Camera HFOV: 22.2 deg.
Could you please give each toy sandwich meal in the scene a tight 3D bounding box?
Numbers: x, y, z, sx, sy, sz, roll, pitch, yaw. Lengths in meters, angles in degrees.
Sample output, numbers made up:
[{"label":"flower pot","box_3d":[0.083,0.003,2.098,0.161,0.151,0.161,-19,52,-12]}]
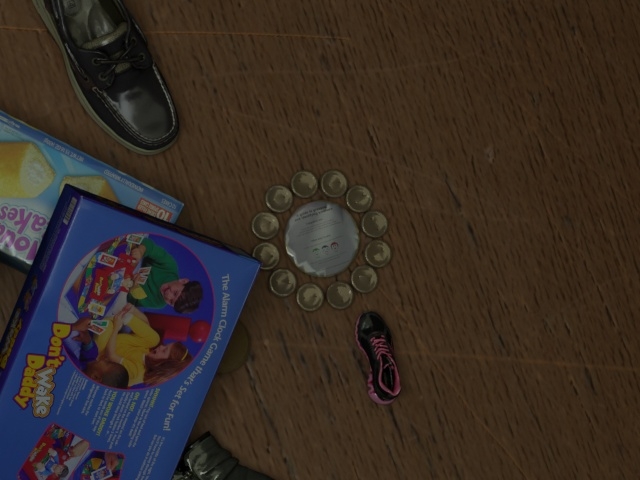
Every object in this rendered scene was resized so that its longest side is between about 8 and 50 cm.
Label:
[{"label":"toy sandwich meal","box_3d":[-0.128,0.126,1.999,0.085,0.029,0.086,7,73,-22]}]

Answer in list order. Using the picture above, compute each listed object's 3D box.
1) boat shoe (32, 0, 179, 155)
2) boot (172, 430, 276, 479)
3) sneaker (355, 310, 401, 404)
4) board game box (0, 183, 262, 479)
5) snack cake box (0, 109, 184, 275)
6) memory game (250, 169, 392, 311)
[{"label":"boat shoe","box_3d":[-0.262,-0.234,1.978,0.102,0.092,0.285,-29,91,-16]},{"label":"boot","box_3d":[-0.145,0.363,1.945,0.161,0.083,0.246,30,70,-2]},{"label":"sneaker","box_3d":[0.077,0.144,2.035,0.047,0.057,0.119,-13,85,-14]},{"label":"board game box","box_3d":[-0.243,0.139,1.865,0.233,0.078,0.347,21,94,-25]},{"label":"snack cake box","box_3d":[-0.316,-0.030,1.939,0.264,0.089,0.152,27,76,-10]},{"label":"memory game","box_3d":[0.000,0.000,2.057,0.186,0.012,0.186,2,82,-14]}]
